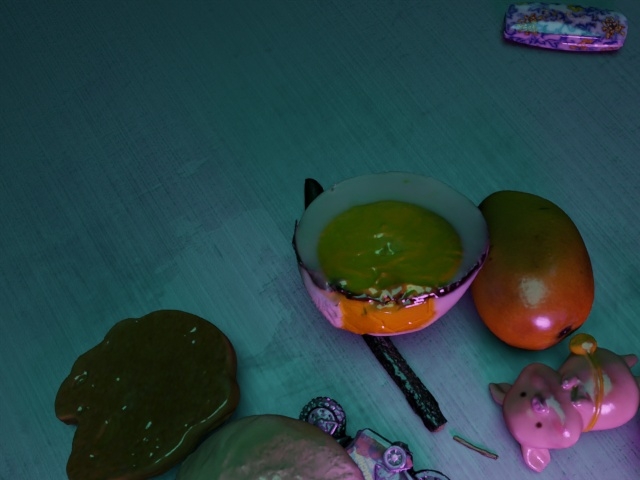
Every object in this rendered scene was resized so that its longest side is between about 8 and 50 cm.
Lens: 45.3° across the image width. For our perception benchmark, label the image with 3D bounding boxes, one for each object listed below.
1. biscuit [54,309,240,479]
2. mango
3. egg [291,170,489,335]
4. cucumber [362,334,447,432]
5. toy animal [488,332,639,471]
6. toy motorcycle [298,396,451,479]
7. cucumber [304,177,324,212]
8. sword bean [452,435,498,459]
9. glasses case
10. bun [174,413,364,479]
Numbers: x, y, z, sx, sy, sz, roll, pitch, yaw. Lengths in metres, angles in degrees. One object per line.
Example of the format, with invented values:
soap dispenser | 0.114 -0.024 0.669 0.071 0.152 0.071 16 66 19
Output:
biscuit | -0.314 0.272 1.353 0.351 0.057 0.312 -43 51 -13
mango | 0.367 0.042 1.363 0.212 0.173 0.317 -7 57 4
egg | 0.118 0.043 1.362 0.337 0.201 0.336 1 49 -1
cucumber | 0.139 0.230 1.373 0.044 0.043 0.256 -32 68 -13
toy animal | 0.425 0.258 1.285 0.248 0.149 0.165 -22 53 4
toy motorcycle | 0.074 0.401 1.283 0.307 0.108 0.173 32 83 15
cucumber | 0.000 0.000 1.470 0.056 0.056 0.284 -11 67 1
sword bean | 0.268 0.359 1.327 0.083 0.012 0.012 24 73 12
glasses case | 0.506 -0.444 1.592 0.248 0.065 0.086 7 72 7
bun | -0.103 0.452 1.171 0.365 0.202 0.363 -4 81 24
